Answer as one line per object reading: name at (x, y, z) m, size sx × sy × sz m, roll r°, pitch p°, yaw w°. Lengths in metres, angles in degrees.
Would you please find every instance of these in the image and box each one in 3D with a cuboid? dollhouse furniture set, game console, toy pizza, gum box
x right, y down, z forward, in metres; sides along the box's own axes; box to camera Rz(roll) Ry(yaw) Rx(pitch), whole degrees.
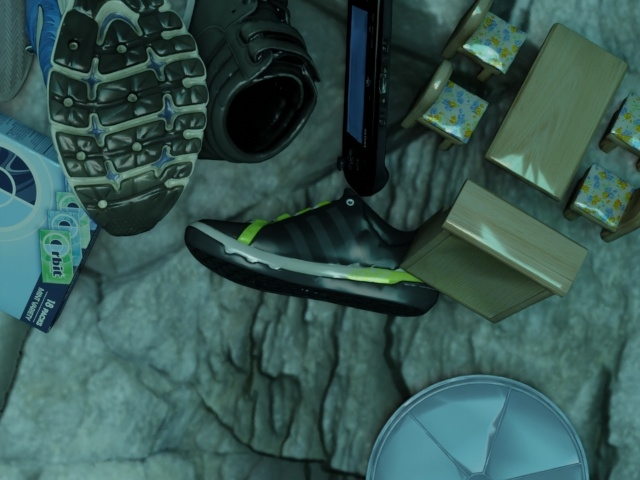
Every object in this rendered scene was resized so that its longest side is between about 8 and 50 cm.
dollhouse furniture set at (0.179, -0.070, 1.136) m, size 0.212 × 0.161 × 0.242 m, roll 30°, pitch 75°, yaw -3°
game console at (0.042, -0.213, 1.135) m, size 0.044 × 0.213 × 0.361 m, roll 1°, pitch 105°, yaw -2°
toy pizza at (0.140, 0.218, 1.249) m, size 0.201 × 0.032 × 0.201 m, roll 0°, pitch 95°, yaw -3°
gum box at (-0.281, -0.029, 1.185) m, size 0.184 × 0.041 × 0.157 m, roll 28°, pitch 116°, yaw -3°

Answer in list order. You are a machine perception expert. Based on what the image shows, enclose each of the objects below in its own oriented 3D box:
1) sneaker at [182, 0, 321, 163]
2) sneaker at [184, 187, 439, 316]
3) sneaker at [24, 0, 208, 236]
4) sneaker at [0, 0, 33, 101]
sneaker at (-0.045, -0.194, 1.144) m, size 0.104 × 0.147 × 0.295 m, roll 11°, pitch 100°, yaw -40°
sneaker at (0.000, 0.000, 1.216) m, size 0.235 × 0.084 × 0.097 m, roll 13°, pitch 77°, yaw -8°
sneaker at (-0.174, -0.160, 1.146) m, size 0.130 × 0.147 × 0.330 m, roll -6°, pitch 76°, yaw -14°
sneaker at (-0.335, -0.262, 1.175) m, size 0.169 × 0.108 × 0.292 m, roll 0°, pitch 98°, yaw 13°
